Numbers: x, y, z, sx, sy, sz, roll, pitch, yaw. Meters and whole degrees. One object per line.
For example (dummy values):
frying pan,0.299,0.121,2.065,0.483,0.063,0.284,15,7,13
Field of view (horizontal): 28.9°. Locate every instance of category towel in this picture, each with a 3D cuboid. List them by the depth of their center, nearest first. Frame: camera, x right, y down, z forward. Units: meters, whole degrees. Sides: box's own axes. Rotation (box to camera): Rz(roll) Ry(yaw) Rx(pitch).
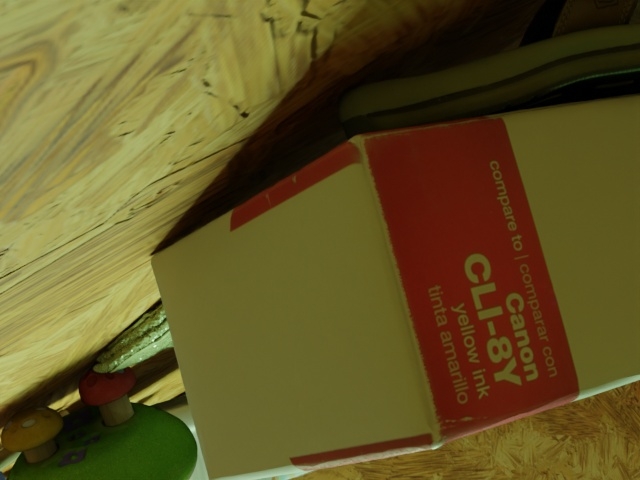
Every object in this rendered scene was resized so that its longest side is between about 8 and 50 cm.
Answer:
towel,-0.118,0.067,1.049,0.148,0.027,0.110,-38,171,40

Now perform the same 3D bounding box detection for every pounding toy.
pounding toy,-0.231,0.173,1.110,0.236,0.110,0.183,0,-153,38

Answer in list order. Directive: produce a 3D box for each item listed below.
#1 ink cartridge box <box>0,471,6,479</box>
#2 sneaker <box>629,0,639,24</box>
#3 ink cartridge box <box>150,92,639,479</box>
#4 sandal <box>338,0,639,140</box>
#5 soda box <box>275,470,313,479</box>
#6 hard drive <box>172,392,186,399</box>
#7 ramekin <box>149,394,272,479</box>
ink cartridge box,-0.438,0.316,1.253,0.311,0.065,0.186,-32,175,27
sneaker,0.272,-0.142,0.997,0.169,0.108,0.292,-28,-178,-39
ink cartridge box,0.131,0.022,0.788,0.384,0.160,0.279,-12,172,-31
sandal,0.151,-0.124,0.709,0.302,0.086,0.120,-15,174,-14
soda box,-0.045,0.156,1.312,0.058,0.183,0.063,-24,177,30
hard drive,-0.291,0.323,1.907,0.339,0.064,0.237,-28,172,-34
ramekin,-0.178,0.250,1.377,0.272,0.127,0.273,-16,178,-1
